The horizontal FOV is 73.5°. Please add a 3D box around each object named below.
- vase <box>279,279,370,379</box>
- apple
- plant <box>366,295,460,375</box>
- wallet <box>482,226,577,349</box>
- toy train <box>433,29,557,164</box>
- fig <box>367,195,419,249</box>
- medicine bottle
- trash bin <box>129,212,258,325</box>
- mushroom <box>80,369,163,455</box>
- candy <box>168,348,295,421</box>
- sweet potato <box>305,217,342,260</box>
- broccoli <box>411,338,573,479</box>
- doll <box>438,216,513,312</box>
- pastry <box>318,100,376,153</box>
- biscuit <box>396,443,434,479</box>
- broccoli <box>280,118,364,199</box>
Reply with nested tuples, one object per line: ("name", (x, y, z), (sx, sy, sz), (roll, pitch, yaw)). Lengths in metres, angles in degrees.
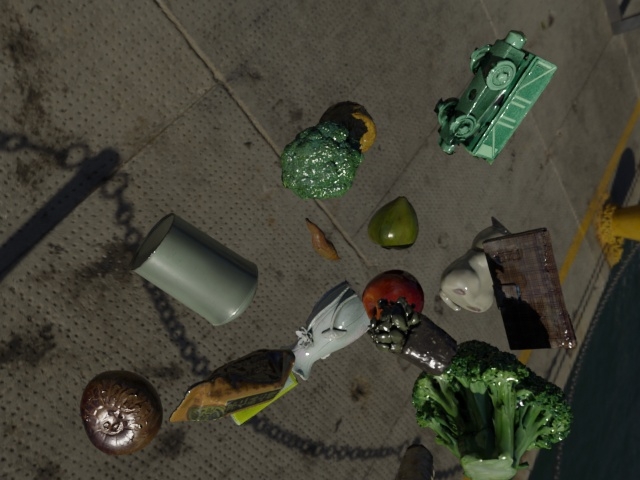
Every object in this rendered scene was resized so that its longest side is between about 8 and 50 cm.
("vase", (0.026, 0.398, 1.864), (0.445, 0.250, 0.250), (-45, 119, 5))
("apple", (0.269, 0.216, 1.581), (0.202, 0.218, 0.217), (-13, 99, -21))
("plant", (0.144, 0.150, 0.686), (0.143, 0.092, 0.094), (30, 85, 6))
("wallet", (0.403, 0.097, 0.833), (0.042, 0.125, 0.229), (-15, 91, -54))
("toy train", (0.357, -0.302, 0.913), (0.155, 0.115, 0.269), (6, 128, -28))
("fig", (0.296, -0.071, 1.706), (0.203, 0.203, 0.224), (6, 104, -36))
("medicine bottle", (-0.217, 0.517, 1.494), (0.250, 0.137, 0.141), (-29, 81, -23))
("trash bin", (-0.438, 0.119, 1.580), (0.432, 0.281, 0.280), (40, 69, -29))
("mushroom", (-0.678, 0.580, 1.442), (0.296, 0.279, 0.163), (67, 15, -5))
("candy", (-0.180, 0.304, 0.890), (0.272, 0.101, 0.143), (-2, 133, -50))
("sweet potato", (-0.004, 0.002, 1.527), (0.068, 0.068, 0.226), (-53, 124, -23))
("broccoli", (0.291, 0.305, 0.759), (0.261, 0.270, 0.241), (58, 25, -20))
("doll", (0.613, 0.109, 1.627), (0.215, 0.226, 0.370), (43, 94, -8))
("pastry", (0.086, -0.359, 1.410), (0.189, 0.189, 0.103), (21, 43, -35))
("biscuit", (0.114, 0.370, 0.567), (0.061, 0.055, 0.219), (-64, 170, 29))
("broccoli", (0.012, -0.236, 1.291), (0.270, 0.270, 0.269), (20, 78, -61))
